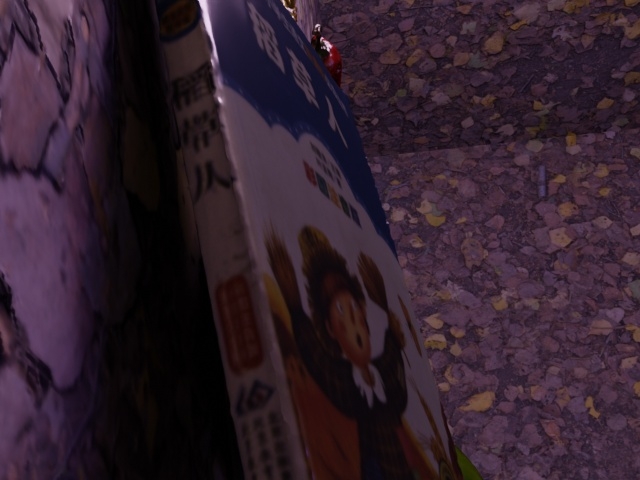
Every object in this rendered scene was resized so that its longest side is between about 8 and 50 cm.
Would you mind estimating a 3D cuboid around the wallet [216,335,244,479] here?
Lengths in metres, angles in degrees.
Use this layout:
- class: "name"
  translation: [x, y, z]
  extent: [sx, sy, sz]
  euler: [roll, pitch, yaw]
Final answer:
- class: "wallet"
  translation: [-0.037, 0.028, 0.717]
  extent: [0.360, 0.083, 0.252]
  euler: [-92, 179, -48]

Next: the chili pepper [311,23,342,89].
- class: "chili pepper"
  translation: [0.002, -0.189, 1.049]
  extent: [0.268, 0.051, 0.059]
  euler: [88, -4, -67]

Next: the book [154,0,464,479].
- class: "book"
  translation: [0.002, 0.009, 0.536]
  extent: [0.300, 0.039, 0.427]
  euler: [40, 31, -59]

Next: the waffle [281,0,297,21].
- class: "waffle"
  translation: [-0.044, -0.181, 1.065]
  extent: [0.243, 0.059, 0.237]
  euler: [79, 7, -63]

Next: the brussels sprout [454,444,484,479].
- class: "brussels sprout"
  translation: [0.147, 0.492, 1.302]
  extent: [0.314, 0.276, 0.371]
  euler: [-118, -156, -45]
